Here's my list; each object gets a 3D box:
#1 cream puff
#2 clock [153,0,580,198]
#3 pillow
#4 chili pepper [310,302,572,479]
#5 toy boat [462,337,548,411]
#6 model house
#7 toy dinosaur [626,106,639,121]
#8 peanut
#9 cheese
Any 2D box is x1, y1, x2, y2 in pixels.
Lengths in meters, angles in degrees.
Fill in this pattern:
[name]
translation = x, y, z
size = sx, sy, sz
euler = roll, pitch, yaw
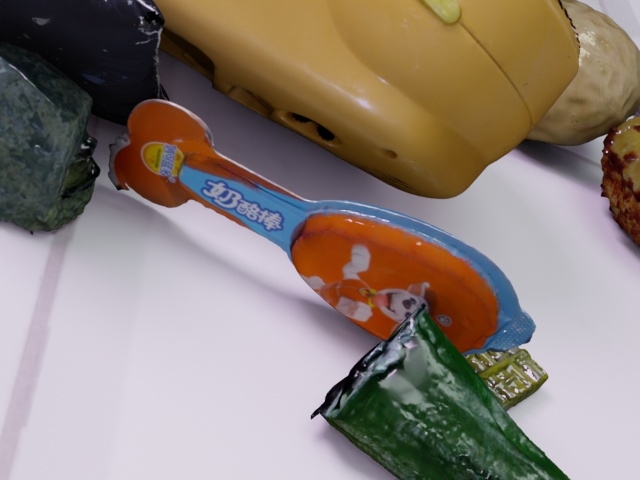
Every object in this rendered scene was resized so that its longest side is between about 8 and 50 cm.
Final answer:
[cream puff]
translation = 0.277, -0.034, 0.977
size = 0.149, 0.084, 0.149
euler = 19, 33, -13
[clock]
translation = 0.002, -0.157, 0.789
size = 0.317, 0.200, 0.244
euler = 37, 2, -7
[pillow]
translation = -0.141, -0.118, 0.676
size = 0.141, 0.055, 0.208
euler = 29, -12, 1
[chili pepper]
translation = 0.104, 0.136, 0.647
size = 0.227, 0.059, 0.088
euler = 43, 61, 4
[toy boat]
translation = 0.082, 0.054, 0.763
size = 0.115, 0.016, 0.063
euler = 45, 34, 19
[model house]
translation = -0.149, -0.056, 0.658
size = 0.078, 0.083, 0.066
euler = 27, 32, -5
[toy dinosaur]
translation = 0.299, -0.146, 1.182
size = 0.082, 0.039, 0.209
euler = 16, 35, -21
[peanut]
translation = 0.189, -0.139, 1.018
size = 0.140, 0.109, 0.159
euler = 27, 25, 22
[cheese]
translation = 0.000, 0.000, 0.695
size = 0.256, 0.106, 0.037
euler = 26, 50, -2
